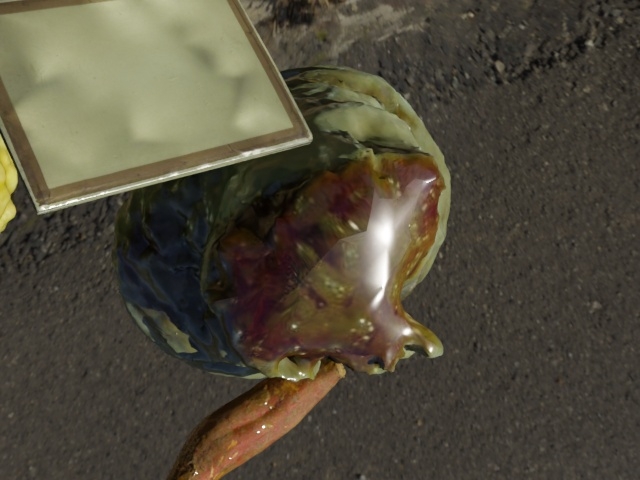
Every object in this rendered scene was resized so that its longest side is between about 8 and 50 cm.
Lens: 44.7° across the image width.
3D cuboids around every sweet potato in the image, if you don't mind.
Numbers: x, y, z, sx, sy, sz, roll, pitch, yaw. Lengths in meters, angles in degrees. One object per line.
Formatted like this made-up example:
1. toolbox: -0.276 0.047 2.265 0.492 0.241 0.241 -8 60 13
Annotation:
1. sweet potato: -0.083 0.197 0.760 0.255 0.078 0.058 -42 149 -18

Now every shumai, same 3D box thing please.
1. shumai: 0.000 0.000 0.772 0.398 0.323 0.324 -26 107 -14

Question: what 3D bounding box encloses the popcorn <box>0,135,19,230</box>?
1. popcorn: -0.413 -0.066 0.735 0.249 0.225 0.249 2 138 2

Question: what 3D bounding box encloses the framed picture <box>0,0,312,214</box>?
1. framed picture: -0.134 -0.122 0.585 0.173 0.231 0.010 63 146 13
